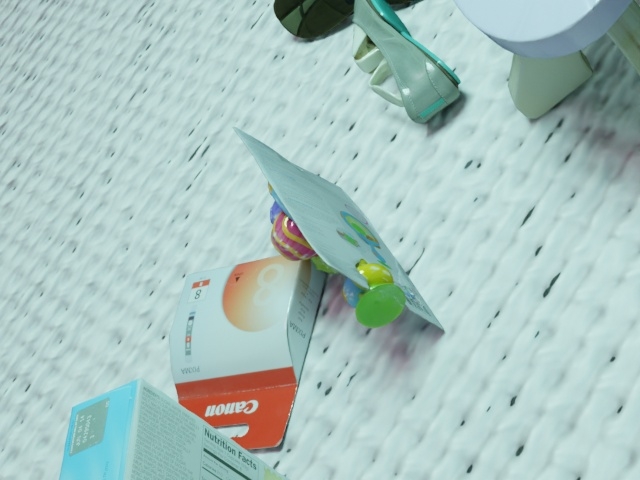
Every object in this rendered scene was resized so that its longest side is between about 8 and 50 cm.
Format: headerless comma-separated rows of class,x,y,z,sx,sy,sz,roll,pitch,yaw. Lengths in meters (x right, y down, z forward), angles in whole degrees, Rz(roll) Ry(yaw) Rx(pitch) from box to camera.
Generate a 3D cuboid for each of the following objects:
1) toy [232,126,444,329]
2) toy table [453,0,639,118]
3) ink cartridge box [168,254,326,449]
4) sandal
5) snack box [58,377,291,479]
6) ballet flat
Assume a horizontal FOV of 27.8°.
toy,0.000,0.000,1.101,0.056,0.137,0.237,-53,36,11
toy table,0.218,-0.220,1.039,0.252,0.161,0.274,-30,43,34
ink cartridge box,-0.080,0.101,1.152,0.145,0.045,0.179,-12,47,36
sandal,0.048,-0.279,1.359,0.219,0.090,0.060,-24,21,35
snack box,-0.027,0.238,0.755,0.060,0.322,0.187,-25,42,28
ballet flat,0.064,-0.181,1.250,0.068,0.072,0.213,-44,39,9
